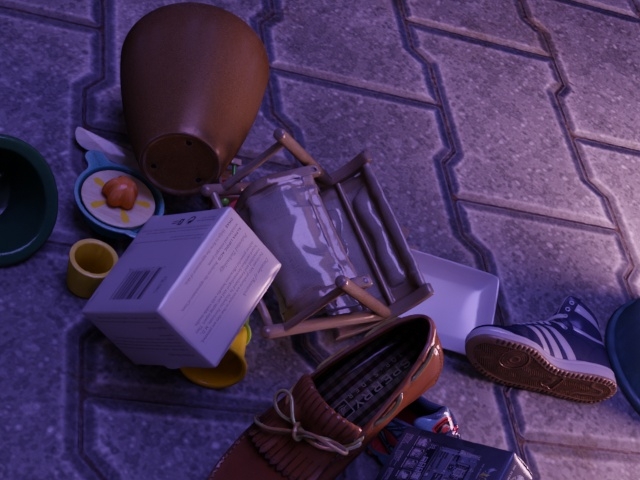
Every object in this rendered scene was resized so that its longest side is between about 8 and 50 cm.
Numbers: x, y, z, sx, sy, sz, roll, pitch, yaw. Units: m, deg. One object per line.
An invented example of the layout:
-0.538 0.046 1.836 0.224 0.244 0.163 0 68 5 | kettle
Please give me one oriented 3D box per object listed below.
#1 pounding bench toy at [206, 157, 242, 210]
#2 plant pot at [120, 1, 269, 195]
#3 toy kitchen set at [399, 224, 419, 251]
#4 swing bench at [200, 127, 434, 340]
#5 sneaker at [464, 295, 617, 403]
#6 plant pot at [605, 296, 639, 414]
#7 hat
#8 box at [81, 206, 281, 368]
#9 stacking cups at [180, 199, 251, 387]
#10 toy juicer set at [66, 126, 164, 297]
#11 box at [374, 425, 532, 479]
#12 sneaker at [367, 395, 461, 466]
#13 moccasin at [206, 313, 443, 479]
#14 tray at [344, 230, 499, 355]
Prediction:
-0.143 -0.081 1.779 0.052 0.083 0.065 5 48 -26 | pounding bench toy
-0.198 -0.193 1.722 0.237 0.237 0.254 17 39 -15 | plant pot
0.123 0.025 1.839 0.083 0.068 0.075 15 45 -15 | toy kitchen set
0.000 0.000 1.660 0.254 0.165 0.253 9 52 -56 | swing bench
0.342 0.152 1.813 0.282 0.099 0.153 20 47 -24 | sneaker
0.706 0.135 1.867 0.341 0.334 0.341 16 45 -17 | plant pot
-0.486 -0.072 1.625 0.173 0.183 0.208 -12 99 -29 | hat
-0.182 0.063 1.500 0.119 0.181 0.182 50 56 -29 | box
-0.137 0.060 1.645 0.096 0.096 0.316 18 43 -13 | stacking cups
-0.262 -0.051 1.681 0.209 0.089 0.329 11 46 -20 | toy juicer set
0.130 0.352 1.407 0.059 0.183 0.233 49 62 -32 | box
0.146 0.287 1.566 0.262 0.125 0.104 46 45 16 | sneaker
0.007 0.231 1.458 0.380 0.147 0.139 -33 63 -14 | moccasin
0.149 0.090 1.795 0.270 0.030 0.145 17 69 -14 | tray
